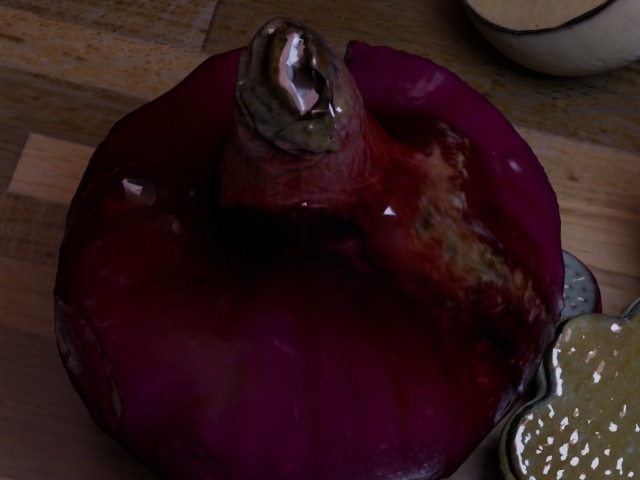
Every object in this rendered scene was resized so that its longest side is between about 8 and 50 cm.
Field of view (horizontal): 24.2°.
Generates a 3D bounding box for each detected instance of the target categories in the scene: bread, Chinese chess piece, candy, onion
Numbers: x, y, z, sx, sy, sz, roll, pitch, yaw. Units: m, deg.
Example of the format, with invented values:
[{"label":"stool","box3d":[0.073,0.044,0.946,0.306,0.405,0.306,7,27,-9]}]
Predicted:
[{"label":"bread","box3d":[0.256,0.147,1.208,0.287,0.056,0.207,-34,83,-21]},{"label":"Chinese chess piece","box3d":[0.236,-0.271,1.345,0.250,0.103,0.249,-16,63,34]},{"label":"candy","box3d":[0.189,0.053,1.276,0.103,0.043,0.103,1,64,-2]},{"label":"onion","box3d":[0.000,0.000,1.087,0.399,0.420,0.398,3,68,-7]}]
